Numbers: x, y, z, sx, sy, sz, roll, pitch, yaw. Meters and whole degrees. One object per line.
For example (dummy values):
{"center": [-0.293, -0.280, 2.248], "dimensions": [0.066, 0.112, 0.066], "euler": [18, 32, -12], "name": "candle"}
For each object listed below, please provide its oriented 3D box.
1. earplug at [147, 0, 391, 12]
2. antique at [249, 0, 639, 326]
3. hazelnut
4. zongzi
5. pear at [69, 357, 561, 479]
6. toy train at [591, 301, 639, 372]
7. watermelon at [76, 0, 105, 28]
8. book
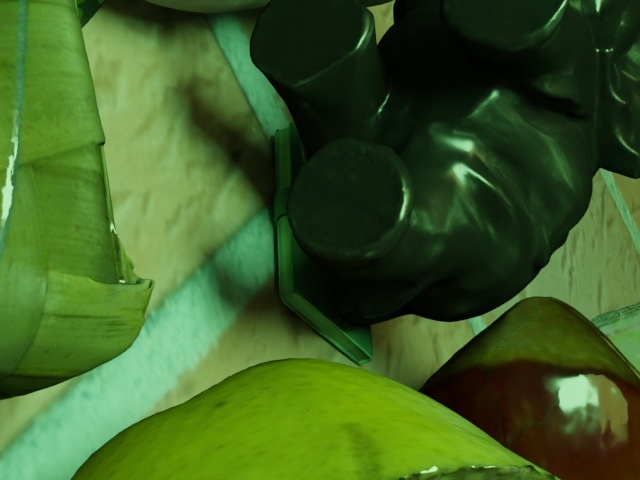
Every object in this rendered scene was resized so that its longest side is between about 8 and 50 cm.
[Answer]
{"center": [-0.044, -0.209, 0.872], "dimensions": [0.301, 0.172, 0.172], "euler": [-29, 96, -59], "name": "earplug"}
{"center": [0.092, -0.092, 0.887], "dimensions": [0.322, 0.185, 0.255], "euler": [-57, 148, -6], "name": "antique"}
{"center": [0.139, 0.145, 0.915], "dimensions": [0.181, 0.181, 0.212], "euler": [48, 14, 6], "name": "hazelnut"}
{"center": [-0.184, -0.054, 0.529], "dimensions": [0.256, 0.115, 0.228], "euler": [2, 72, -53], "name": "zongzi"}
{"center": [-0.009, 0.128, 0.622], "dimensions": [0.267, 0.267, 0.178], "euler": [41, 17, -44], "name": "pear"}
{"center": [0.232, 0.172, 1.073], "dimensions": [0.134, 0.177, 0.261], "euler": [31, 44, -52], "name": "toy train"}
{"center": [-0.158, -0.150, 0.707], "dimensions": [0.094, 0.125, 0.135], "euler": [44, 39, 19], "name": "watermelon"}
{"center": [0.000, 0.000, 0.942], "dimensions": [0.103, 0.017, 0.135], "euler": [42, 36, -46], "name": "book"}
